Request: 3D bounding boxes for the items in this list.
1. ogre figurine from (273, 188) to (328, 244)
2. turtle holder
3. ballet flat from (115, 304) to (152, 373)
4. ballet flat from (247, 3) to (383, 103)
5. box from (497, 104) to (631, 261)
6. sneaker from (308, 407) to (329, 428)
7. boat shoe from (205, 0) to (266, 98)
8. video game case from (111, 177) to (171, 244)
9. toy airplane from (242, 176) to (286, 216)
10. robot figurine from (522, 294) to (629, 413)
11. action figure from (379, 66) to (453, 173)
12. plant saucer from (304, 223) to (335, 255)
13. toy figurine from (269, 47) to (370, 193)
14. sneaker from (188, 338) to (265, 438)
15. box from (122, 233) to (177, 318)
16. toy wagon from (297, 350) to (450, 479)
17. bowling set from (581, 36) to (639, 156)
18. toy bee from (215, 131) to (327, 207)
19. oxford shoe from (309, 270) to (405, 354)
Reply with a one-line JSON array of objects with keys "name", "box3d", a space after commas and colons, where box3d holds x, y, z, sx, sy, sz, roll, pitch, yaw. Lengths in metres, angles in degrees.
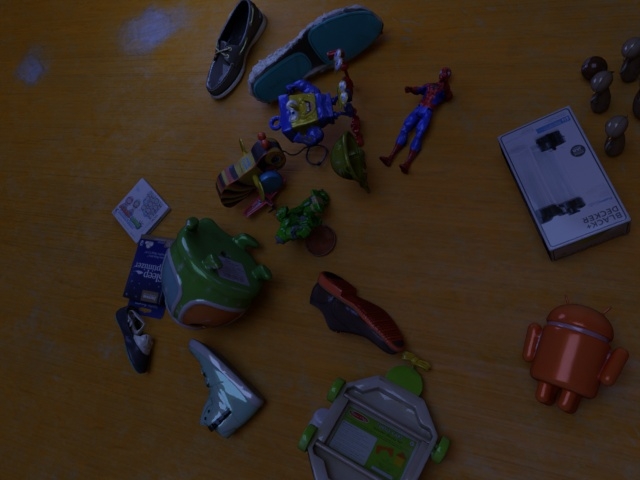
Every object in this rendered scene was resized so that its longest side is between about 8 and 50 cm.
[{"name": "ogre figurine", "box3d": [-0.050, -0.050, 1.457, 0.118, 0.097, 0.197, -27, 41, 29]}, {"name": "turtle holder", "box3d": [-0.298, 0.074, 1.466, 0.320, 0.243, 0.227, 45, 111, 20]}, {"name": "ballet flat", "box3d": [-0.496, 0.258, 1.586, 0.074, 0.074, 0.203, -37, 60, 9]}, {"name": "ballet flat", "box3d": [-0.030, -0.527, 1.610, 0.409, 0.147, 0.146, -26, 65, 14]}, {"name": "box", "box3d": [0.514, -0.122, 1.255, 0.169, 0.087, 0.289, -22, 66, 16]}, {"name": "sneaker", "box3d": [0.062, 0.460, 1.280, 0.212, 0.080, 0.094, 34, 115, 20]}, {"name": "boat shoe", "box3d": [-0.265, -0.568, 1.743, 0.109, 0.091, 0.304, 22, 83, 28]}, {"name": "video game case", "box3d": [-0.533, -0.088, 1.743, 0.143, 0.019, 0.157, -48, 61, 3]}, {"name": "toy airplane", "box3d": [-0.164, -0.127, 1.588, 0.151, 0.028, 0.151, -7, 66, 16]}, {"name": "robot figurine", "box3d": [0.486, 0.218, 1.134, 0.128, 0.158, 0.219, 23, 81, -12]}, {"name": "action figure", "box3d": [0.236, -0.315, 1.418, 0.092, 0.139, 0.280, 28, 83, 27]}, {"name": "plant saucer", "box3d": [0.000, 0.000, 1.483, 0.084, 0.013, 0.083, -7, 70, 21]}, {"name": "toy figurine", "box3d": [-0.016, -0.277, 1.464, 0.217, 0.191, 0.362, -10, 71, 11]}, {"name": "sneaker", "box3d": [-0.272, 0.361, 1.434, 0.256, 0.094, 0.151, 39, 85, 26]}, {"name": "box", "box3d": [-0.472, 0.098, 1.647, 0.137, 0.036, 0.225, 7, 77, 26]}, {"name": "toy wagon", "box3d": [0.130, 0.389, 1.222, 0.267, 0.068, 0.344, 27, 58, 15]}, {"name": "bowling set", "box3d": [0.628, -0.340, 1.238, 0.200, 0.154, 0.287, 39, 91, 29]}, {"name": "toy bee", "box3d": [-0.156, -0.210, 1.515, 0.298, 0.162, 0.195, -46, 60, -6]}, {"name": "oxford shoe", "box3d": [0.081, 0.184, 1.355, 0.271, 0.097, 0.098, 41, 110, 35]}]
